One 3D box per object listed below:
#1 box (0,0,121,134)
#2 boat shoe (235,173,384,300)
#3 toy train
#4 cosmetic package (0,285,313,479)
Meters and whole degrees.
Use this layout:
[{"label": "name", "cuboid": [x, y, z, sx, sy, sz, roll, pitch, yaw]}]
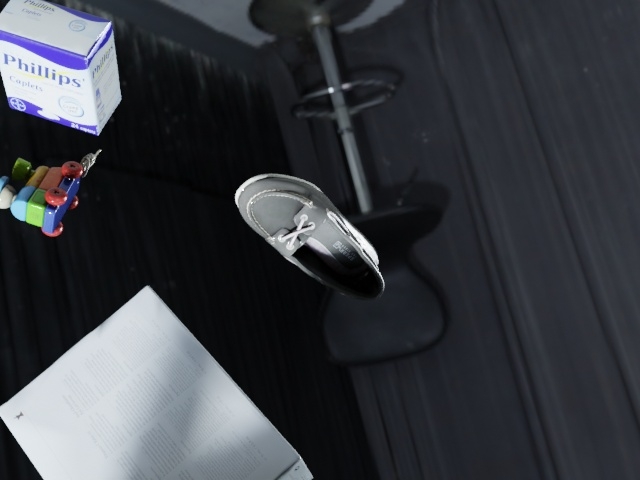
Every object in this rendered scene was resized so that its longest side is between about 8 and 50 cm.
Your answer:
[{"label": "box", "cuboid": [-0.317, -0.211, 1.158, 0.126, 0.072, 0.137, 18, 145, 7]}, {"label": "boat shoe", "cuboid": [0.000, 0.000, 1.514, 0.112, 0.095, 0.335, -42, 138, 12]}, {"label": "toy train", "cuboid": [-0.552, -0.129, 1.927, 0.143, 0.248, 0.105, 18, 131, -4]}, {"label": "cosmetic package", "cuboid": [-0.239, 0.285, 1.351, 0.284, 0.377, 0.097, -39, 149, -13]}]
